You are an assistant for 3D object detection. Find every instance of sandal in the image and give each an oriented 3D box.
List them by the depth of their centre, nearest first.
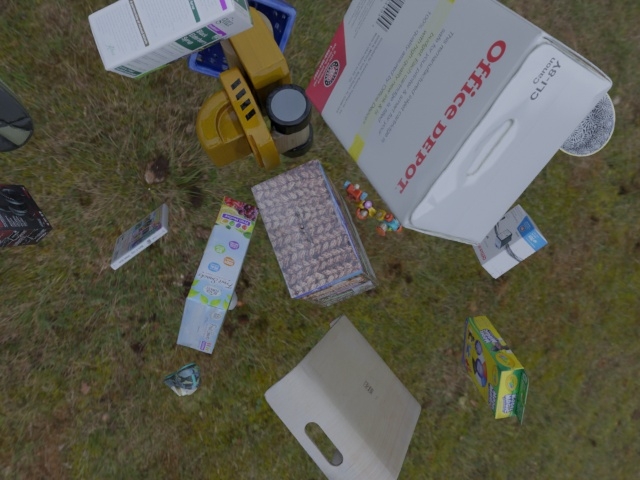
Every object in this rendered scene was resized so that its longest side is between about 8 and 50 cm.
[{"bbox_3d":[-0.547,-0.260,0.855,0.120,0.086,0.302,-27,139,-10],"label":"sandal"}]

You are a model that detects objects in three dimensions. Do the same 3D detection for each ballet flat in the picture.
[{"bbox_3d":[-0.318,0.328,1.338,0.070,0.188,0.070,7,71,-21],"label":"ballet flat"}]

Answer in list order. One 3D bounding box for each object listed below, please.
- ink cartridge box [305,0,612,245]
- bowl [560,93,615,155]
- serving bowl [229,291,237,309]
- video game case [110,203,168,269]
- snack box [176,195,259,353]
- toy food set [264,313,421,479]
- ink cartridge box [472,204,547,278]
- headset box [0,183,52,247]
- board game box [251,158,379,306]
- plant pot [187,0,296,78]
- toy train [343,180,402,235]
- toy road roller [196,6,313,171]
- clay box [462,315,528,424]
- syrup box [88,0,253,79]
[{"bbox_3d":[0.162,-0.220,0.836,0.160,0.384,0.279,12,124,-34],"label":"ink cartridge box"},{"bbox_3d":[0.547,-0.264,1.273,0.170,0.080,0.170,0,89,-10],"label":"bowl"},{"bbox_3d":[-0.218,0.117,1.311,0.083,0.083,0.027,42,104,-16],"label":"serving bowl"},{"bbox_3d":[-0.400,-0.012,1.291,0.143,0.157,0.019,-35,116,2],"label":"video game case"},{"bbox_3d":[-0.174,0.060,0.980,0.070,0.174,0.207,19,54,-7],"label":"snack box"},{"bbox_3d":[0.045,0.264,0.953,0.092,0.306,0.219,-41,87,21],"label":"toy food set"},{"bbox_3d":[0.572,0.004,1.773,0.191,0.139,0.082,-39,120,20],"label":"ink cartridge box"},{"bbox_3d":[-0.330,-0.026,0.595,0.032,0.083,0.062,-39,82,14],"label":"headset box"},{"bbox_3d":[0.000,0.000,1.200,0.141,0.291,0.232,-23,76,7],"label":"board game box"},{"bbox_3d":[-0.228,-0.571,1.535,0.236,0.212,0.236,7,126,-29],"label":"plant pot"},{"bbox_3d":[0.115,-0.065,1.325,0.166,0.125,0.046,36,83,7],"label":"toy train"},{"bbox_3d":[-0.169,-0.304,1.253,0.241,0.202,0.329,-25,80,-5],"label":"toy road roller"},{"bbox_3d":[0.369,0.276,1.239,0.053,0.222,0.127,-5,116,-6],"label":"clay box"},{"bbox_3d":[-0.239,-0.355,0.937,0.237,0.093,0.096,-18,92,14],"label":"syrup box"}]
